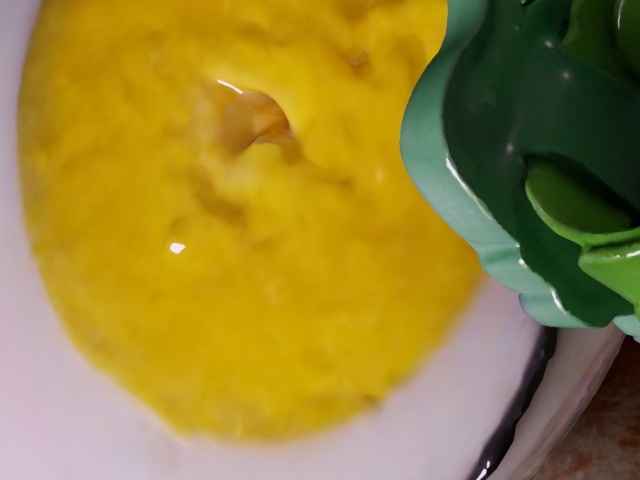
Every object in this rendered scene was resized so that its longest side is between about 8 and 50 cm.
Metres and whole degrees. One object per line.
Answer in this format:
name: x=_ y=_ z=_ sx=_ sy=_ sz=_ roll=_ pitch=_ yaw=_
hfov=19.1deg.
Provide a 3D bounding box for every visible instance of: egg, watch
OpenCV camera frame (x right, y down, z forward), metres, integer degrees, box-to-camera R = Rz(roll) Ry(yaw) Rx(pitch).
egg: x=0.000 y=0.000 z=0.778 sx=0.337 sy=0.337 sz=0.201 roll=26 pitch=-174 yaw=38
watch: x=0.115 y=-0.052 z=0.560 sx=0.131 sy=0.165 sz=0.152 roll=34 pitch=150 yaw=-26

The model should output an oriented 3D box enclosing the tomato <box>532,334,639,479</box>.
tomato: x=0.154 y=0.176 z=0.823 sx=0.270 sy=0.270 sz=0.223 roll=31 pitch=-155 yaw=-9
